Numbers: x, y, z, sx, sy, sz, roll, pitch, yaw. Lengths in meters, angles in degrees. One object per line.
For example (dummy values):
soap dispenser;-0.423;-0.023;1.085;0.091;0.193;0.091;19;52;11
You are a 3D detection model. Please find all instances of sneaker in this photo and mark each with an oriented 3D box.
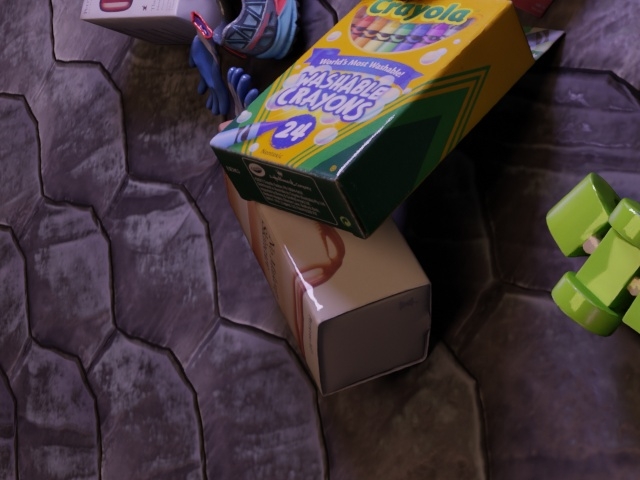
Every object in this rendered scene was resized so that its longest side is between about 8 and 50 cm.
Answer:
sneaker;-0.100;-0.361;1.471;0.104;0.125;0.262;-14;83;62

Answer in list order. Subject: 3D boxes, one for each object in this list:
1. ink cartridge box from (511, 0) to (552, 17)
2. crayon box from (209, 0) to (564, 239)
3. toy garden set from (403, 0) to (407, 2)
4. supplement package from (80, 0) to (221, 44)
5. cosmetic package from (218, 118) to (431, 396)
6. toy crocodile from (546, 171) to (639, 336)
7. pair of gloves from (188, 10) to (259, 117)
ink cartridge box;0.234;-0.347;1.196;0.198;0.067;0.115;-56;47;24
crayon box;0.068;-0.156;1.186;0.323;0.083;0.203;-45;37;-22
toy garden set;0.111;-0.381;1.212;0.244;0.049;0.204;-45;52;23
supplement package;-0.206;-0.353;1.618;0.244;0.134;0.139;9;87;48
cosmetic package;0.000;0.000;1.276;0.153;0.129;0.296;87;159;-50
toy crocodile;0.313;0.066;1.000;0.340;0.105;0.115;48;115;37
pair of gloves;-0.120;-0.189;1.486;0.198;0.023;0.159;54;162;27
